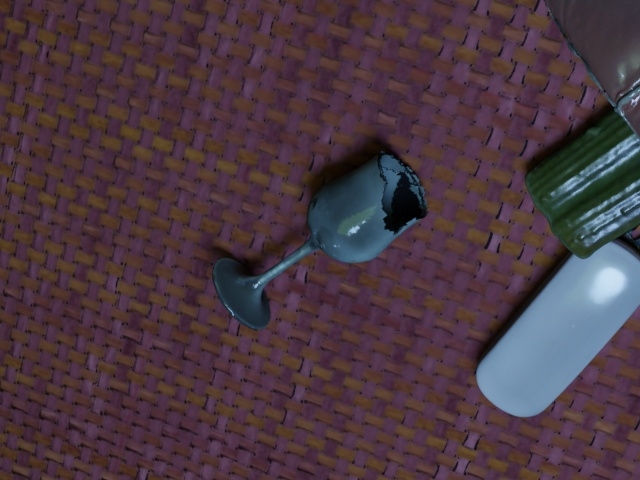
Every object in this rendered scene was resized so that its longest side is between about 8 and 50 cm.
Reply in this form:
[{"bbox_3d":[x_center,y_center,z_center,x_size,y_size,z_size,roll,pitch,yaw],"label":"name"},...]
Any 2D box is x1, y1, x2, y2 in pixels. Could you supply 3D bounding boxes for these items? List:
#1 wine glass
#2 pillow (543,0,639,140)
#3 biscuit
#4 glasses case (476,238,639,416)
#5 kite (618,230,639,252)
[{"bbox_3d":[0.000,0.000,1.256,0.195,0.079,0.079,-35,102,25],"label":"wine glass"},{"bbox_3d":[0.282,-0.138,1.115,0.126,0.043,0.232,-39,77,24],"label":"pillow"},{"bbox_3d":[0.314,-0.102,1.147,0.322,0.038,0.099,-36,82,23],"label":"biscuit"},{"bbox_3d":[0.213,0.077,1.257,0.076,0.049,0.197,36,117,1],"label":"glasses case"},{"bbox_3d":[0.264,0.007,1.239,0.090,0.004,0.122,-19,112,25],"label":"kite"}]
